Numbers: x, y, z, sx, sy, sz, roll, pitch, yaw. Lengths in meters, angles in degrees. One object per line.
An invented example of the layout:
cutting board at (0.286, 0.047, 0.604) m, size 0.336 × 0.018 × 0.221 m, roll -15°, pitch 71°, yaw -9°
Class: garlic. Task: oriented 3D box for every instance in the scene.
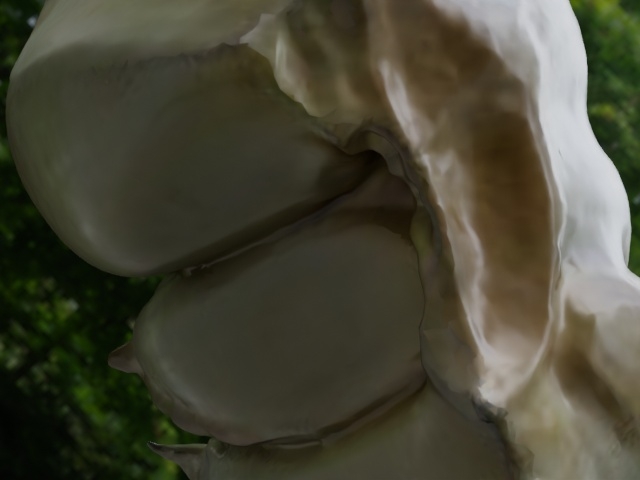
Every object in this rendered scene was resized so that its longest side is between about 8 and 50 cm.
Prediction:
garlic at (0.006, -0.012, 0.534) m, size 0.203 × 0.185 × 0.281 m, roll -23°, pitch -77°, yaw 46°
